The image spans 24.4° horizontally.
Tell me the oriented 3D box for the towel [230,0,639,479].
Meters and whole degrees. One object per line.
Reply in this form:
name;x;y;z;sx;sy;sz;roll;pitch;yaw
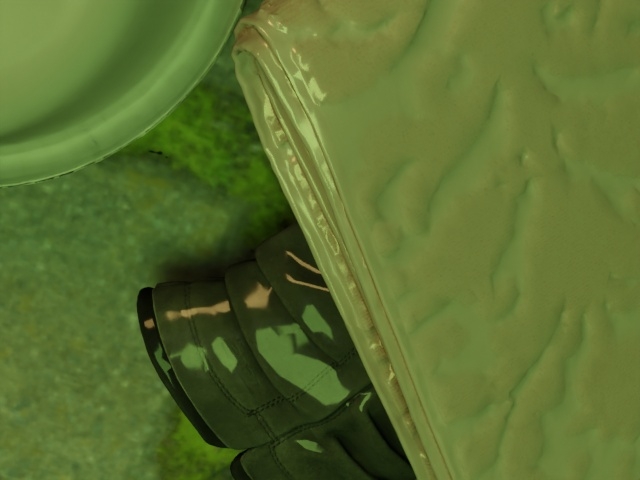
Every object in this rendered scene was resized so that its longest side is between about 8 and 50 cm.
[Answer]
towel;0.148;-0.029;0.658;0.332;0.053;0.317;-33;117;-24

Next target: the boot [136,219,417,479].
boot;0.000;0.000;0.733;0.223;0.118;0.338;-20;110;16

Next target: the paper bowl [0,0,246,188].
paper bowl;-0.163;-0.155;0.635;0.284;0.148;0.284;1;115;1
